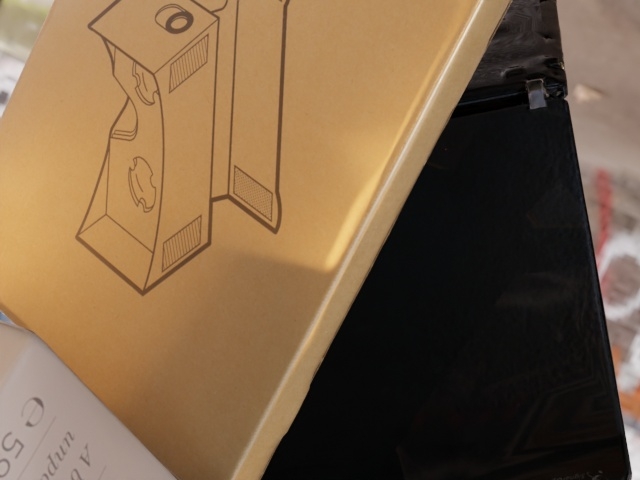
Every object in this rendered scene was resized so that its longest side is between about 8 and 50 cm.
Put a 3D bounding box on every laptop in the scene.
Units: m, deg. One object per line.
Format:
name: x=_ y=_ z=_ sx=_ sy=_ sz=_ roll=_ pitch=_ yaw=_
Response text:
laptop: x=0.000 y=0.000 z=0.705 sx=0.234 sy=0.137 sz=0.264 roll=-10 pitch=-156 yaw=10

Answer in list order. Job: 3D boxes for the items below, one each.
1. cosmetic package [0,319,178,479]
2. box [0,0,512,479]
cosmetic package: x=-0.119 y=0.163 z=0.444 sx=0.138 sy=0.224 sz=0.225 roll=12 pitch=151 yaw=37
box: x=-0.039 y=-0.040 z=0.545 sx=0.164 sy=0.201 sz=0.021 roll=37 pitch=-162 yaw=33
